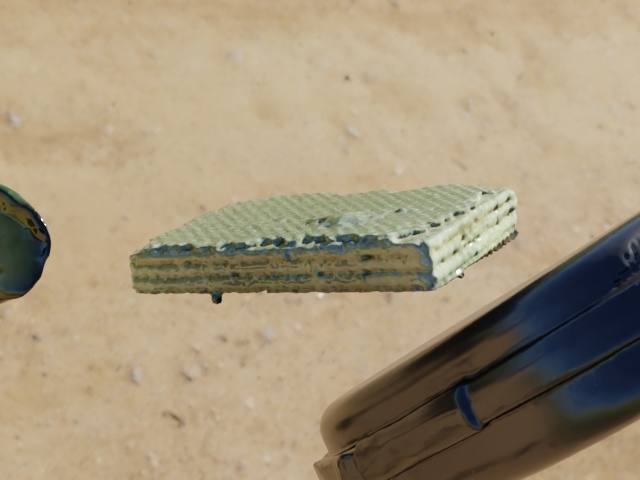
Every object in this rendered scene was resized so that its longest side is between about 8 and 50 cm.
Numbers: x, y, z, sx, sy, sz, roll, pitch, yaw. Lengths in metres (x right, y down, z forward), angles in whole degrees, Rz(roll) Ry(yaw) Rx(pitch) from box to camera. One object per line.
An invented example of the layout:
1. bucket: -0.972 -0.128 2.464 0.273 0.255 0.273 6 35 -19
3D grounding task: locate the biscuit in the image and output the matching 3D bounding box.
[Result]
1. biscuit: 0.000 0.000 0.787 0.121 0.199 0.040 -31 114 -54

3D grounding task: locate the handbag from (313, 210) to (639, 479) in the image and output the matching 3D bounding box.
1. handbag: 0.129 0.072 0.815 0.254 0.308 0.093 -27 83 -46

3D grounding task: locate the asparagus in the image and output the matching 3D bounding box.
1. asparagus: -0.271 -0.030 0.816 0.085 0.082 0.343 -19 26 -37
